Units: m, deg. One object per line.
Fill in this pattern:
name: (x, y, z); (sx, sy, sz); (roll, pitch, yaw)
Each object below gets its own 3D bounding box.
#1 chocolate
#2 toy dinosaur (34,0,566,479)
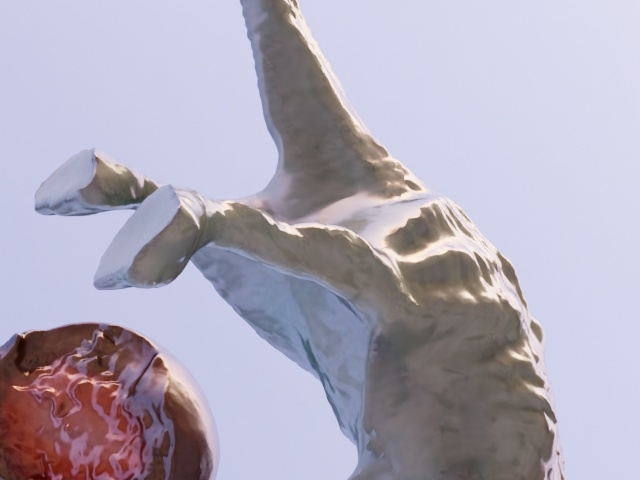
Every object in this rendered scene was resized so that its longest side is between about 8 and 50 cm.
chocolate: (-0.115, 0.110, 0.871); (0.127, 0.133, 0.124); (-5, -52, -46)
toy dinosaur: (0.000, 0.000, 0.535); (0.206, 0.092, 0.392); (22, -138, -36)
